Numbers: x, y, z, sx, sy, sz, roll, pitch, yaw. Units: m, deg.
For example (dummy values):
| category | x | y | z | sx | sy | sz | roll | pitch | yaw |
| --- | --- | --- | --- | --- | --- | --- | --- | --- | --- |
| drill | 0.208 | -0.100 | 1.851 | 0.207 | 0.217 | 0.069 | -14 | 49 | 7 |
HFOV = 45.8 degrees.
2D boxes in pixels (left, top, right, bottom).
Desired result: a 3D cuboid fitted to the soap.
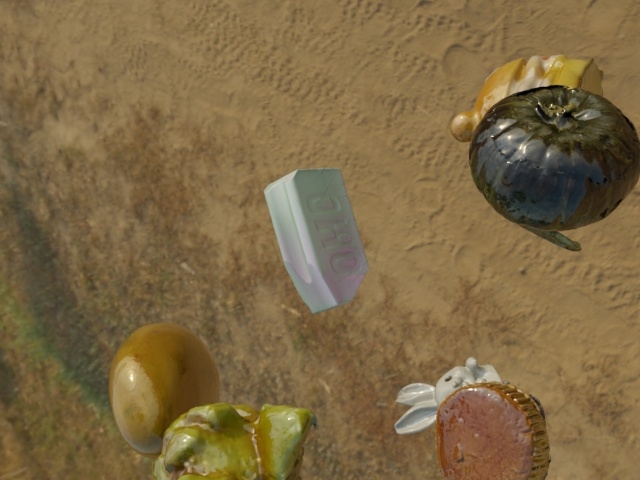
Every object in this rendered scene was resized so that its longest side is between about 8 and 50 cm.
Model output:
| category | x | y | z | sx | sy | sz | roll | pitch | yaw |
| --- | --- | --- | --- | --- | --- | --- | --- | --- | --- |
| soap | 0.000 | 0.000 | 1.907 | 0.115 | 0.208 | 0.347 | -23 | 79 | 43 |

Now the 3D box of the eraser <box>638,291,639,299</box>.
| category | x | y | z | sx | sy | sz | roll | pitch | yaw |
| --- | --- | --- | --- | --- | --- | --- | --- | --- | --- |
| eraser | 0.765 | 0.176 | 1.427 | 0.210 | 0.092 | 0.274 | 58 | 161 | -16 |

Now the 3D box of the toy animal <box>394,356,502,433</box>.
| category | x | y | z | sx | sy | sz | roll | pitch | yaw |
| --- | --- | --- | --- | --- | --- | --- | --- | --- | --- |
| toy animal | 0.243 | 0.303 | 1.476 | 0.131 | 0.220 | 0.104 | 73 | -175 | -54 |

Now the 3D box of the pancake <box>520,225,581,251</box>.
| category | x | y | z | sx | sy | sz | roll | pitch | yaw |
| --- | --- | --- | --- | --- | --- | --- | --- | --- | --- |
| pancake | 0.351 | -0.009 | 1.164 | 0.108 | 0.108 | 0.017 | 30 | 96 | 34 |

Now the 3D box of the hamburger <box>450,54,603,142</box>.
| category | x | y | z | sx | sy | sz | roll | pitch | yaw |
| --- | --- | --- | --- | --- | --- | --- | --- | --- | --- |
| hamburger | 0.382 | -0.206 | 1.388 | 0.236 | 0.276 | 0.277 | 6 | 110 | 30 |

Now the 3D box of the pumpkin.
| category | x | y | z | sx | sy | sz | roll | pitch | yaw |
| --- | --- | --- | --- | --- | --- | --- | --- | --- | --- |
| pumpkin | 0.332 | -0.123 | 1.077 | 0.238 | 0.238 | 0.159 | 31 | 152 | 33 |

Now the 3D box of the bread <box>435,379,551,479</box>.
| category | x | y | z | sx | sy | sz | roll | pitch | yaw |
| --- | --- | --- | --- | --- | --- | --- | --- | --- | --- |
| bread | 0.277 | 0.332 | 1.248 | 0.199 | 0.104 | 0.199 | -4 | 82 | 33 |

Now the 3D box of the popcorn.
| category | x | y | z | sx | sy | sz | roll | pitch | yaw |
| --- | --- | --- | --- | --- | --- | --- | --- | --- | --- |
| popcorn | -0.141 | 0.432 | 1.307 | 0.326 | 0.290 | 0.321 | 50 | 152 | 17 |

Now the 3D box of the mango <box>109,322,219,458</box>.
| category | x | y | z | sx | sy | sz | roll | pitch | yaw |
| --- | --- | --- | --- | --- | --- | --- | --- | --- | --- |
| mango | -0.357 | 0.341 | 1.712 | 0.446 | 0.232 | 0.300 | -99 | -1 | -84 |
